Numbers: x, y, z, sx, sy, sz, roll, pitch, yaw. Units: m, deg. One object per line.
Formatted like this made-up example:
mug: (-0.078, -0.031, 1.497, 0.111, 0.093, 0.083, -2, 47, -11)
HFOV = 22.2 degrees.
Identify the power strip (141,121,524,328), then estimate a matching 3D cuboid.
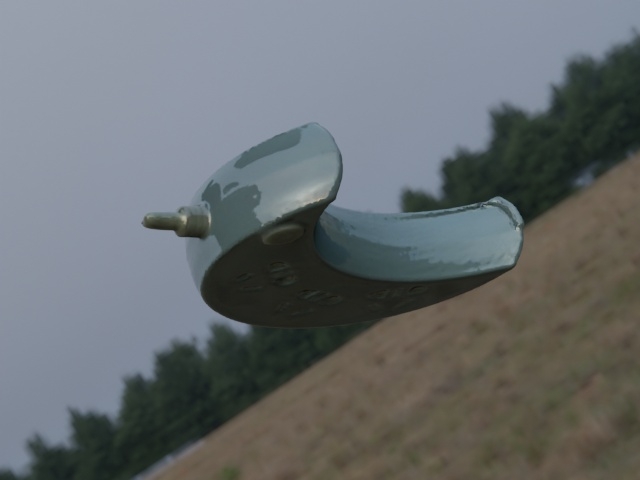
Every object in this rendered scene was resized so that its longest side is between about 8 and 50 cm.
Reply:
power strip: (0.000, 0.000, 0.992, 0.168, 0.054, 0.253, -29, -27, 31)
